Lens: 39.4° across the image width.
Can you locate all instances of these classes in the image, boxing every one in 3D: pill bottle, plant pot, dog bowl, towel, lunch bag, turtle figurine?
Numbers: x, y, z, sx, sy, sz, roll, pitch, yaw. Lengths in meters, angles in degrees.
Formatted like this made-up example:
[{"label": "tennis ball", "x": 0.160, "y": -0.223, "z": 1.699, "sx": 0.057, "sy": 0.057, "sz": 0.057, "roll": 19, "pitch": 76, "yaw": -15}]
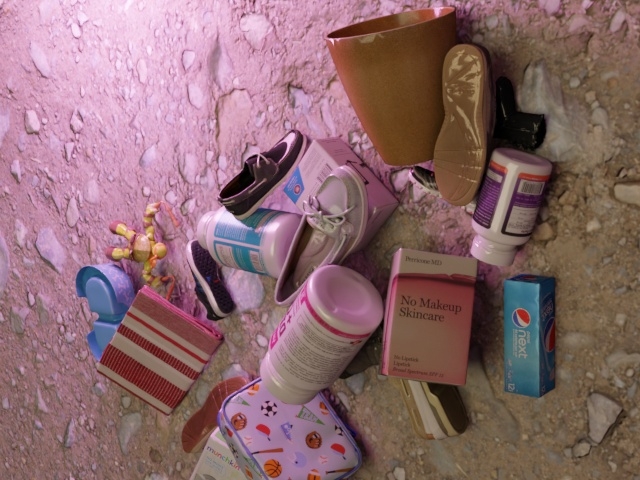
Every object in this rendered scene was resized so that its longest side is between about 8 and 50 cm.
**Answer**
[{"label": "pill bottle", "x": -0.006, "y": 0.195, "z": 1.767, "sx": 0.160, "sy": 0.160, "sz": 0.283, "roll": 50, "pitch": 132, "yaw": 21}, {"label": "plant pot", "x": 0.150, "y": -0.275, "z": 1.630, "sx": 0.237, "sy": 0.237, "sz": 0.254, "roll": 4, "pitch": 116, "yaw": 39}, {"label": "dog bowl", "x": -0.551, "y": 0.196, "z": 2.360, "sx": 0.166, "sy": 0.074, "sz": 0.297, "roll": 4, "pitch": 110, "yaw": 38}, {"label": "towel", "x": -0.411, "y": 0.284, "z": 2.252, "sx": 0.237, "sy": 0.037, "sz": 0.329, "roll": 34, "pitch": 124, "yaw": -3}, {"label": "pill bottle", "x": -0.148, "y": -0.003, "z": 1.960, "sx": 0.264, "sy": 0.146, "sz": 0.146, "roll": 12, "pitch": 106, "yaw": 38}, {"label": "lunch bag", "x": -0.061, "y": 0.429, "z": 1.924, "sx": 0.303, "sy": 0.243, "sz": 0.115, "roll": 54, "pitch": 151, "yaw": 17}, {"label": "pill bottle", "x": 0.329, "y": -0.057, "z": 1.574, "sx": 0.108, "sy": 0.108, "sz": 0.193, "roll": 28, "pitch": 115, "yaw": 33}, {"label": "turtle figurine", "x": -0.457, "y": 0.029, "z": 2.263, "sx": 0.217, "sy": 0.087, "sz": 0.269, "roll": 9, "pitch": 106, "yaw": 39}]

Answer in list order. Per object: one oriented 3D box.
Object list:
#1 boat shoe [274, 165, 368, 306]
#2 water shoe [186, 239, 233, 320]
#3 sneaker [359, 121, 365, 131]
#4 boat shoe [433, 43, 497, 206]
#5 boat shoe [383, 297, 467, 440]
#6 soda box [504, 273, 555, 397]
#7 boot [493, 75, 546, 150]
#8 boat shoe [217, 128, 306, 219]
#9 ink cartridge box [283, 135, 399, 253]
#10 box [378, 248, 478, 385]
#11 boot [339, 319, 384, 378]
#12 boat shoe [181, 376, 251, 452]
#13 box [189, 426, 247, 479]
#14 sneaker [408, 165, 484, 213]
[{"label": "boat shoe", "x": -0.002, "y": -0.001, "z": 1.753, "sx": 0.118, "sy": 0.103, "sz": 0.320, "roll": 44, "pitch": 127, "yaw": 25}, {"label": "water shoe", "x": -0.283, "y": 0.099, "z": 2.142, "sx": 0.080, "sy": 0.073, "sz": 0.203, "roll": -34, "pitch": 76, "yaw": 41}, {"label": "sneaker", "x": 0.109, "y": -0.272, "z": 1.763, "sx": 0.057, "sy": 0.047, "sz": 0.119, "roll": 9, "pitch": 112, "yaw": 32}, {"label": "boat shoe", "x": 0.263, "y": -0.202, "z": 1.564, "sx": 0.103, "sy": 0.092, "sz": 0.285, "roll": 13, "pitch": 113, "yaw": 37}, {"label": "boat shoe", "x": 0.179, "y": 0.252, "z": 1.758, "sx": 0.103, "sy": 0.113, "sz": 0.302, "roll": -26, "pitch": 83, "yaw": 34}, {"label": "soda box", "x": 0.377, "y": 0.170, "z": 1.606, "sx": 0.071, "sy": 0.067, "sz": 0.210, "roll": 5, "pitch": 102, "yaw": 39}, {"label": "boot", "x": 0.348, "y": -0.221, "z": 1.569, "sx": 0.099, "sy": 0.045, "sz": 0.121, "roll": 23, "pitch": 119, "yaw": 37}, {"label": "boat shoe", "x": -0.121, "y": -0.150, "z": 1.891, "sx": 0.233, "sy": 0.079, "sz": 0.084, "roll": -47, "pitch": 39, "yaw": -2}, {"label": "ink cartridge box", "x": 0.040, "y": -0.090, "z": 1.824, "sx": 0.203, "sy": 0.086, "sz": 0.148, "roll": 50, "pitch": 127, "yaw": 20}, {"label": "box", "x": 0.196, "y": 0.142, "z": 1.633, "sx": 0.148, "sy": 0.127, "sz": 0.232, "roll": 7, "pitch": 82, "yaw": -1}, {"label": "boot", "x": 0.064, "y": 0.161, "z": 1.869, "sx": 0.161, "sy": 0.083, "sz": 0.246, "roll": -28, "pitch": 88, "yaw": 35}, {"label": "boat shoe", "x": -0.233, "y": 0.424, "z": 2.168, "sx": 0.285, "sy": 0.089, "sz": 0.104, "roll": -44, "pitch": 45, "yaw": 34}, {"label": "box", "x": -0.154, "y": 0.562, "z": 2.048, "sx": 0.262, "sy": 0.127, "sz": 0.231, "roll": 32, "pitch": 119, "yaw": 9}, {"label": "sneaker", "x": 0.245, "y": -0.113, "z": 1.666, "sx": 0.170, "sy": 0.063, "sz": 0.075, "roll": 28, "pitch": 116, "yaw": 27}]
